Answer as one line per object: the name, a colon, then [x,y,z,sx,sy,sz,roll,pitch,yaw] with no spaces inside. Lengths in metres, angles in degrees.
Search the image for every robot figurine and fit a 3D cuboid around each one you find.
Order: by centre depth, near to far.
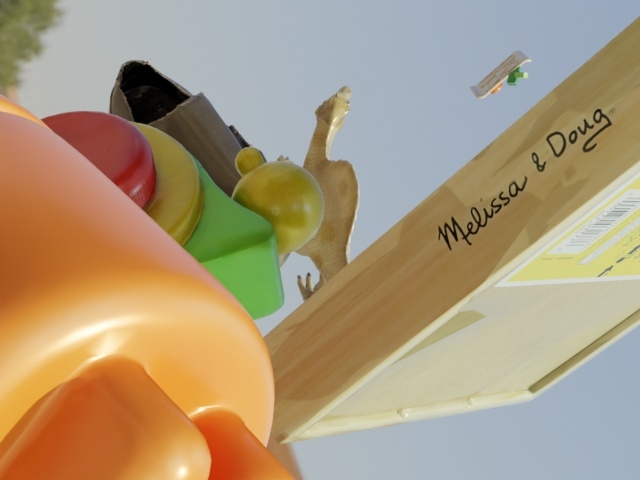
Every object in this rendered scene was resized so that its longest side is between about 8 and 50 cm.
robot figurine: [-0.100,0.030,0.417,0.219,0.158,0.128,39,-50,41]

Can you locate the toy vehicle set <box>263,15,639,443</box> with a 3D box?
toy vehicle set: [0.114,-0.018,0.498,0.267,0.166,0.035,-41,-115,32]

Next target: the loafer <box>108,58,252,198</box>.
loafer: [-0.099,-0.065,1.080,0.220,0.080,0.078,38,-26,36]

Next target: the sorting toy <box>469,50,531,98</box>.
sorting toy: [0.172,-0.153,1.363,0.012,0.062,0.083,51,9,-13]

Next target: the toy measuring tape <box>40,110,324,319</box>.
toy measuring tape: [-0.158,0.021,0.616,0.121,0.330,0.121,162,-90,-78]

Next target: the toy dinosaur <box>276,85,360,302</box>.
toy dinosaur: [0.000,0.000,0.809,0.092,0.053,0.183,-41,-129,48]
